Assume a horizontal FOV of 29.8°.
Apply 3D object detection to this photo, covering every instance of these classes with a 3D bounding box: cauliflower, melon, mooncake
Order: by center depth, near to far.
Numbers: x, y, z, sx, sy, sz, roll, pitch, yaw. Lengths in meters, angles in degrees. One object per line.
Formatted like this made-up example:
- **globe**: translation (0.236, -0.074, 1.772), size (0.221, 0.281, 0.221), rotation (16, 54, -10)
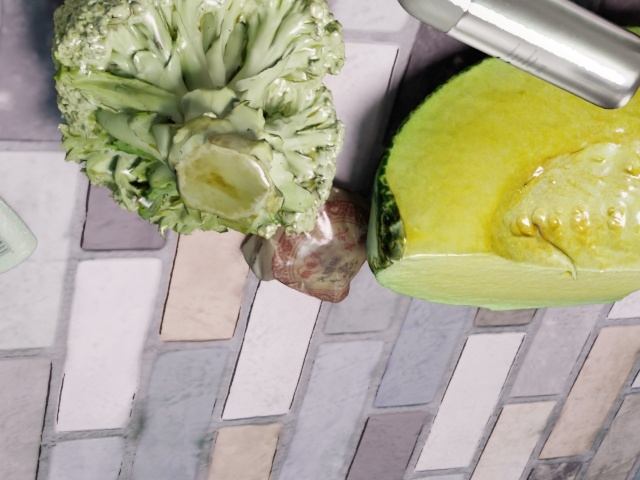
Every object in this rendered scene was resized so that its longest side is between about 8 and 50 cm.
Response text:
- **cauliflower**: translation (-0.095, -0.095, 1.022), size (0.275, 0.250, 0.272), rotation (4, 124, -21)
- **melon**: translation (0.207, -0.050, 1.220), size (0.344, 0.226, 0.331), rotation (2, 124, -14)
- **mooncake**: translation (0.000, 0.000, 1.267), size (0.130, 0.073, 0.125), rotation (17, 118, -36)

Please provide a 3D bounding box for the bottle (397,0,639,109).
- **bottle**: translation (0.186, -0.206, 1.113), size (0.254, 0.079, 0.096), rotation (24, 161, -11)

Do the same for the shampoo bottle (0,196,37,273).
- **shampoo bottle**: translation (-0.336, -0.043, 1.102), size (0.069, 0.041, 0.190), rotation (-24, 134, 4)
